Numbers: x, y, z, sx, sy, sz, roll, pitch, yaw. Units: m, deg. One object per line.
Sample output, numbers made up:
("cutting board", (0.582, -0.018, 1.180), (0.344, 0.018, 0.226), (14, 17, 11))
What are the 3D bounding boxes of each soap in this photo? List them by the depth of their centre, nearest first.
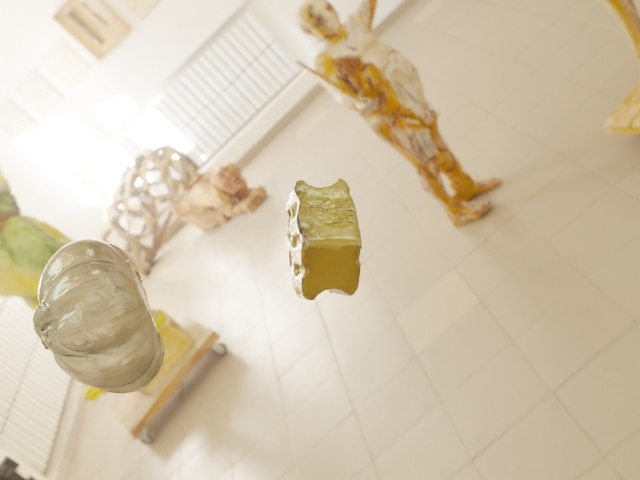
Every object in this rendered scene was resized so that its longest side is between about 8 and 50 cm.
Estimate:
("soap", (0.000, 0.000, 1.096), (0.080, 0.160, 0.257), (-5, -1, -6))

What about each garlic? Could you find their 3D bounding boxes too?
("garlic", (-0.314, 0.110, 1.118), (0.152, 0.228, 0.228), (-26, 21, -3))
